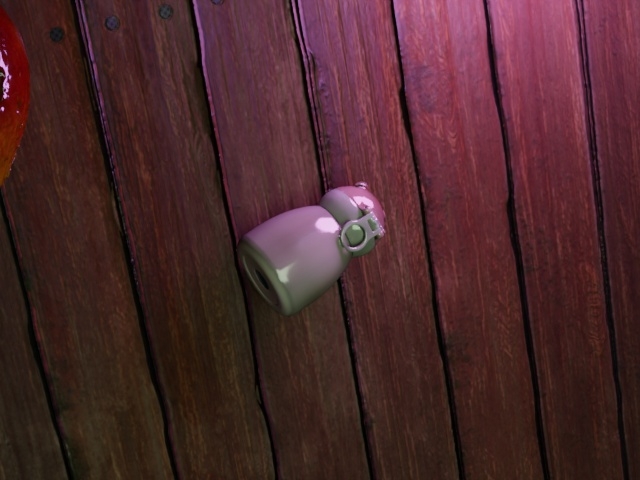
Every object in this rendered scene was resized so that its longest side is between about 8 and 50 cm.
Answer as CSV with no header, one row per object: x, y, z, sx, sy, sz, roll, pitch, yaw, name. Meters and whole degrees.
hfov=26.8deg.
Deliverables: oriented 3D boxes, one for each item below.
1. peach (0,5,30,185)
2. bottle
-0.546,-0.175,1.768,0.353,0.416,0.339,-21,128,23,peach
0.000,0.000,2.120,0.236,0.147,0.147,-34,113,-16,bottle
